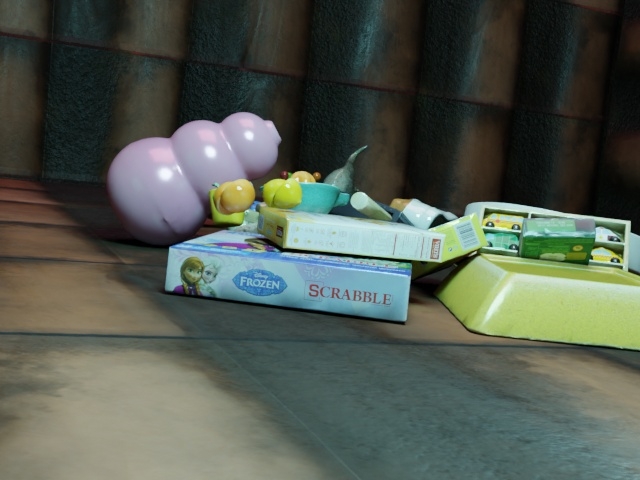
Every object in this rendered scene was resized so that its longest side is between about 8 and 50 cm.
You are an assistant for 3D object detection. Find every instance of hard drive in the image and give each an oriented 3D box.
[{"bbox_3d":[0.111,-0.021,1.748,0.172,0.054,0.254,46,-14,-34],"label":"hard drive"}]

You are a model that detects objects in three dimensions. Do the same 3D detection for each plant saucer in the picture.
[{"bbox_3d":[0.352,0.080,1.252,0.332,0.081,0.333,5,5,-2],"label":"plant saucer"}]

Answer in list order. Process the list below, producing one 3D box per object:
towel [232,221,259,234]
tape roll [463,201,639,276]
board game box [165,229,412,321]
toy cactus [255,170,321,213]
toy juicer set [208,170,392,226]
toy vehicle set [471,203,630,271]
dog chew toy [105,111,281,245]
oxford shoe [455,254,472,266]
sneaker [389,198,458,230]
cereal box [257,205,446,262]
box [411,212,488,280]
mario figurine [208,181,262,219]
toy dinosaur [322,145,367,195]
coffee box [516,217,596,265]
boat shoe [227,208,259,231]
[{"bbox_3d":[0.000,0.000,1.551,0.187,0.049,0.282,-9,-12,39],"label":"towel"},{"bbox_3d":[0.481,0.007,1.787,0.392,0.072,0.392,15,-5,1],"label":"tape roll"},{"bbox_3d":[-0.026,0.043,1.265,0.318,0.066,0.318,7,5,5],"label":"board game box"},{"bbox_3d":[-0.063,-0.080,2.062,0.180,0.219,0.112,-7,-26,-32],"label":"toy cactus"},{"bbox_3d":[-0.029,-0.082,1.472,0.329,0.089,0.209,0,-9,-3],"label":"toy juicer set"},{"bbox_3d":[0.406,0.024,1.543,0.267,0.166,0.035,7,-36,13],"label":"toy vehicle set"},{"bbox_3d":[-0.229,-0.130,1.628,0.332,0.207,0.206,-28,6,1],"label":"dog chew toy"},{"bbox_3d":[0.360,0.055,1.692,0.212,0.076,0.076,11,37,26],"label":"oxford shoe"},{"bbox_3d":[0.213,-0.037,1.848,0.123,0.106,0.290,28,-4,21],"label":"sneaker"},{"bbox_3d":[0.041,-0.010,1.282,0.240,0.047,0.173,5,6,-18],"label":"cereal box"},{"bbox_3d":[0.197,0.014,1.421,0.087,0.058,0.232,-20,-8,-9],"label":"box"},{"bbox_3d":[-0.221,-0.118,2.137,0.320,0.170,0.198,11,-23,-19],"label":"mario figurine"},{"bbox_3d":[0.031,-0.079,1.913,0.121,0.313,0.160,37,-6,24],"label":"toy dinosaur"},{"bbox_3d":[0.372,0.031,1.401,0.113,0.040,0.184,0,-35,8],"label":"coffee box"},{"bbox_3d":[-0.053,-0.017,1.733,0.285,0.089,0.104,3,6,-36],"label":"boat shoe"}]
